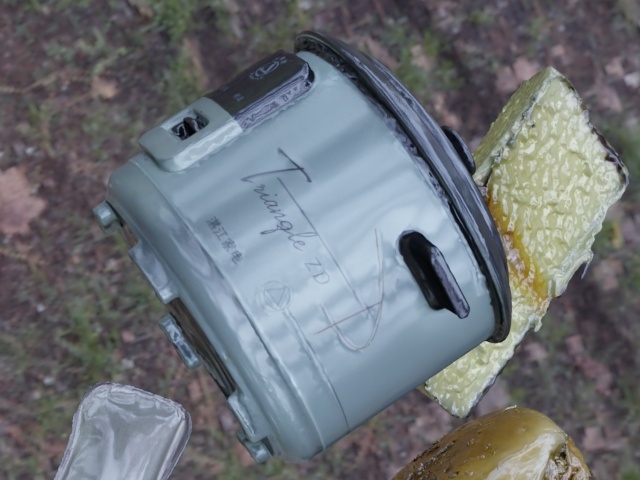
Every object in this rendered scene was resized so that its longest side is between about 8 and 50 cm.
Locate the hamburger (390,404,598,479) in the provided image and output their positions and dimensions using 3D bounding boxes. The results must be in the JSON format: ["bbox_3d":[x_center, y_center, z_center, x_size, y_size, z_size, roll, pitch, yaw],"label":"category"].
[{"bbox_3d":[0.175,0.316,1.660,0.174,0.284,0.304,47,-2,-5],"label":"hamburger"}]

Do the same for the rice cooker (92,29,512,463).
[{"bbox_3d":[0.000,0.000,0.955,0.227,0.280,0.241,-33,114,-9],"label":"rice cooker"}]

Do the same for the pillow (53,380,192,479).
[{"bbox_3d":[-0.234,0.271,1.604,0.131,0.038,0.232,23,81,-10],"label":"pillow"}]

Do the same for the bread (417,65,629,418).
[{"bbox_3d":[0.132,-0.001,1.194,0.178,0.142,0.266,43,80,-31],"label":"bread"}]
